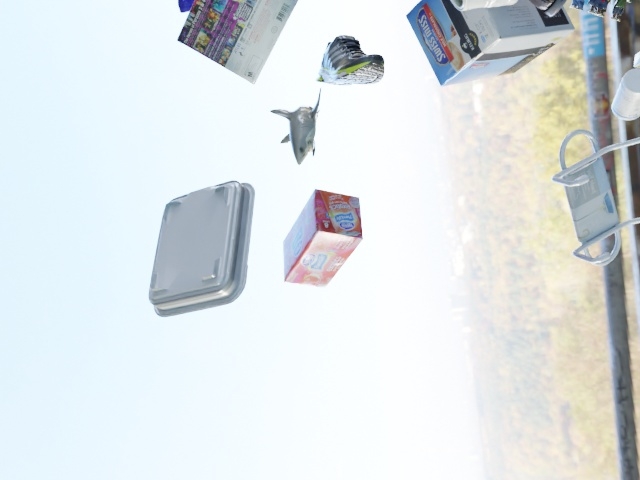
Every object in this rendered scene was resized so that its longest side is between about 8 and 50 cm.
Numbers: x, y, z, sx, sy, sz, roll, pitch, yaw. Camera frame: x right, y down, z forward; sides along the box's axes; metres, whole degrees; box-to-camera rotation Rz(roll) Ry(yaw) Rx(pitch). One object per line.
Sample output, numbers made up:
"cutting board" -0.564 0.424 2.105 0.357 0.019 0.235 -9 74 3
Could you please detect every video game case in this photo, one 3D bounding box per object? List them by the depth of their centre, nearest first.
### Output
"video game case" -0.191 -0.513 1.574 0.232 0.210 0.042 -58 10 27

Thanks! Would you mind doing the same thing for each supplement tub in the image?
"supplement tub" 0.700 -0.326 1.525 0.107 0.071 0.071 73 -166 -64

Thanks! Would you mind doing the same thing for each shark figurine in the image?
"shark figurine" -0.058 -0.270 1.535 0.278 0.116 0.166 -92 11 -78

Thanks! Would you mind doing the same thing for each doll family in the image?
"doll family" 0.767 -0.677 1.862 0.076 0.193 0.111 43 125 52

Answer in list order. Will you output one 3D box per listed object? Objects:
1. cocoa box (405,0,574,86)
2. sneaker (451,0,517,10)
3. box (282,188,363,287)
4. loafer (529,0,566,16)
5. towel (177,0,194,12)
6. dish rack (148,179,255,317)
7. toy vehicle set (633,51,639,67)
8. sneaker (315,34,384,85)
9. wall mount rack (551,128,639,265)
"cocoa box" 0.448 -0.577 1.801 0.347 0.228 0.231 -19 -99 -38
"sneaker" 0.336 -0.663 1.518 0.108 0.169 0.293 -179 75 -75
"box" 0.000 0.000 1.701 0.257 0.122 0.128 125 148 -51
"loafer" 0.584 -0.675 1.584 0.303 0.095 0.109 -60 4 0
"towel" -0.337 -0.828 1.949 0.228 0.076 0.308 -48 -36 -46
"dish rack" -0.301 0.007 1.652 0.072 0.285 0.333 40 -135 -47
"toy vehicle set" 0.977 -0.473 1.754 0.166 0.266 0.035 -11 -73 -85
"sneaker" 0.068 -0.453 1.697 0.300 0.111 0.121 -157 68 -63
"wall mount rack" 0.702 -0.108 1.577 0.350 0.304 0.130 67 167 -19
